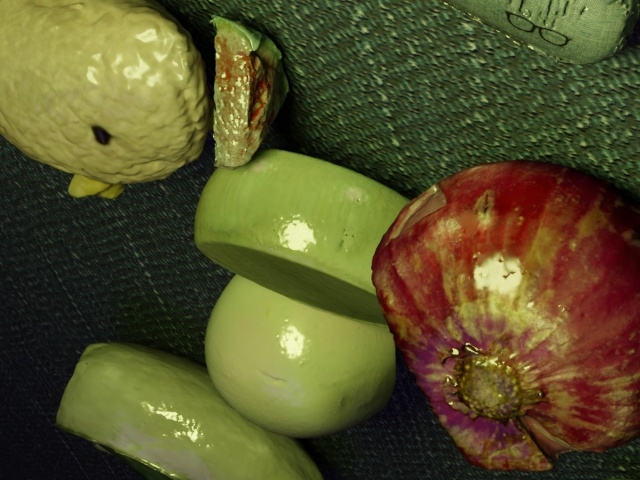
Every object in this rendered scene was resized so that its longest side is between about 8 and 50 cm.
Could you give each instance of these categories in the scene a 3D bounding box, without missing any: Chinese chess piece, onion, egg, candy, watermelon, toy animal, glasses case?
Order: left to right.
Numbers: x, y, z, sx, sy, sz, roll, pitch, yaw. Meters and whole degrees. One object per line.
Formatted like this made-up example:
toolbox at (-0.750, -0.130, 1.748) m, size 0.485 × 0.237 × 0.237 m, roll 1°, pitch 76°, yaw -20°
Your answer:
toy animal at (-0.236, -0.161, 1.632) m, size 0.358 × 0.188 × 0.226 m, roll 33°, pitch 158°, yaw 37°
candy at (-0.177, 0.282, 2.409) m, size 0.427 × 0.186 × 0.386 m, roll 27°, pitch 164°, yaw 13°
watermelon at (-0.067, -0.122, 1.573) m, size 0.071 × 0.139 × 0.187 m, roll 4°, pitch 154°, yaw 2°
egg at (-0.003, 0.136, 1.852) m, size 0.162 × 0.206 × 0.271 m, roll 45°, pitch 159°, yaw 44°
Chinese chess piece at (0.000, 0.000, 1.655) m, size 0.250 × 0.101 × 0.250 m, roll 20°, pitch 168°, yaw 4°
glasses case at (0.101, -0.218, 1.216) m, size 0.282 × 0.067 × 0.109 m, roll 30°, pitch 154°, yaw 9°
onion at (0.192, 0.048, 1.429) m, size 0.230 × 0.272 × 0.256 m, roll -22°, pitch 130°, yaw 33°

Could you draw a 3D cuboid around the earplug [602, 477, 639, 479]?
earplug at (0.404, 0.354, 1.778) m, size 0.324 × 0.185 × 0.185 m, roll 26°, pitch 156°, yaw 32°
